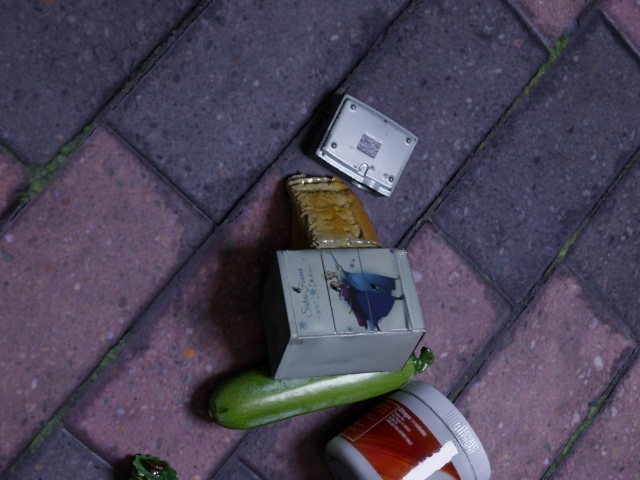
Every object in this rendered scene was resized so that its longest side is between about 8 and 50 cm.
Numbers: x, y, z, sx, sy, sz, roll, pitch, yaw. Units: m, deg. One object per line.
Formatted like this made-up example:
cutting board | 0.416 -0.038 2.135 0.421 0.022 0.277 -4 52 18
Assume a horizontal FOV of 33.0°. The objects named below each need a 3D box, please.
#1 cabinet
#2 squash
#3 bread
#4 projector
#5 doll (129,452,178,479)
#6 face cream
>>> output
cabinet | 0.031 0.107 1.618 0.206 0.150 0.145 -2 57 -15
squash | 0.004 0.217 1.689 0.379 0.101 0.101 -10 97 -18
bread | 0.000 0.000 1.699 0.140 0.169 0.160 0 134 -22
projector | 0.067 -0.149 1.712 0.147 0.061 0.115 29 84 -21
doll | -0.258 0.381 1.600 0.078 0.077 0.113 20 87 -31
face cream | 0.133 0.351 1.695 0.187 0.201 0.201 -33 105 -18
